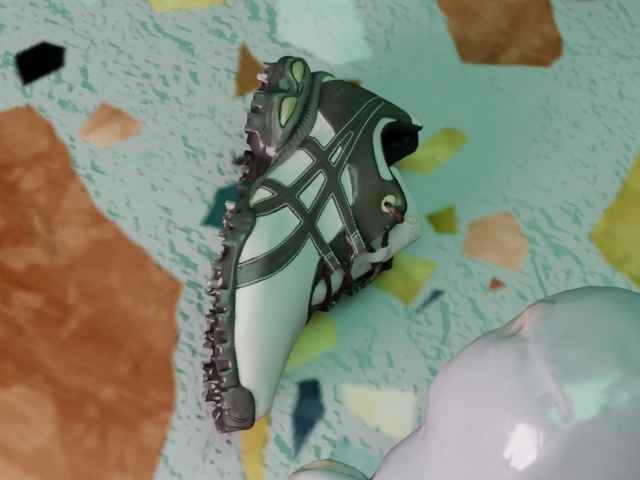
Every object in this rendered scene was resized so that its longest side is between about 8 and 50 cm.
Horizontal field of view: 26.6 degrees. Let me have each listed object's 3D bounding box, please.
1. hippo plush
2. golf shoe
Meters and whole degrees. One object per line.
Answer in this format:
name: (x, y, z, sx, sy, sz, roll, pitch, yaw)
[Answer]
hippo plush: (0.115, 0.155, 0.489, 0.234, 0.294, 0.236, 19, 28, -19)
golf shoe: (0.000, 0.000, 0.621, 0.094, 0.077, 0.198, 13, 58, -1)
